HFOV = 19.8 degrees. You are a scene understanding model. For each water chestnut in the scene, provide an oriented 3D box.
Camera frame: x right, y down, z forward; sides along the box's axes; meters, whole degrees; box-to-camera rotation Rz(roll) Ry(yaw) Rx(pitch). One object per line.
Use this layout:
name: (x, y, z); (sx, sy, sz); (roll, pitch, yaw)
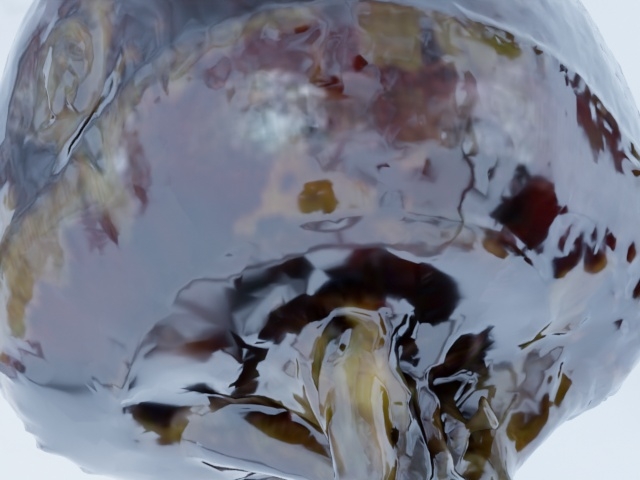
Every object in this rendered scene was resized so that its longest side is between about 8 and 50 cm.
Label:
water chestnut: (0.000, 0.000, 0.569); (0.224, 0.224, 0.238); (-27, 50, 27)
